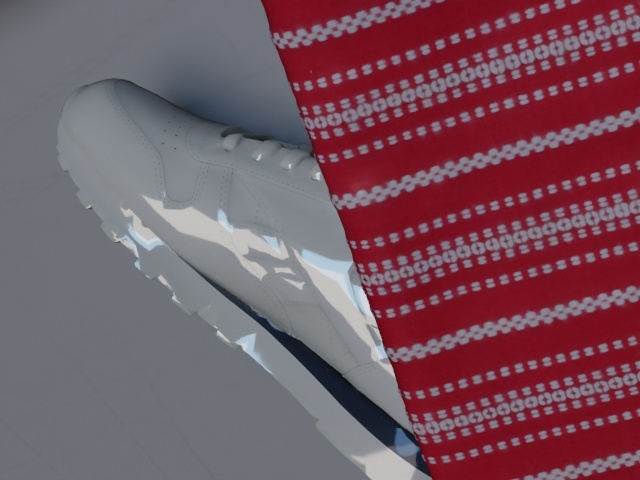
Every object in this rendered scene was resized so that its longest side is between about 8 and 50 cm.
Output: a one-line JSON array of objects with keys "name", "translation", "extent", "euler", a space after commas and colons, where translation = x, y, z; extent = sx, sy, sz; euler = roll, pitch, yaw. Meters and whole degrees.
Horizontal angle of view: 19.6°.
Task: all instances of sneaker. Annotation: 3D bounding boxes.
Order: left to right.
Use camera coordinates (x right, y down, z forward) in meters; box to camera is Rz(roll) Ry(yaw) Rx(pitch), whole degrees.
[{"name": "sneaker", "translation": [0.000, 0.000, 0.721], "extent": [0.235, 0.090, 0.094], "euler": [38, 111, 13]}]

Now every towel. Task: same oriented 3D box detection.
[{"name": "towel", "translation": [0.105, 0.000, 0.604], "extent": [0.199, 0.031, 0.274], "euler": [-13, 110, 20]}]
